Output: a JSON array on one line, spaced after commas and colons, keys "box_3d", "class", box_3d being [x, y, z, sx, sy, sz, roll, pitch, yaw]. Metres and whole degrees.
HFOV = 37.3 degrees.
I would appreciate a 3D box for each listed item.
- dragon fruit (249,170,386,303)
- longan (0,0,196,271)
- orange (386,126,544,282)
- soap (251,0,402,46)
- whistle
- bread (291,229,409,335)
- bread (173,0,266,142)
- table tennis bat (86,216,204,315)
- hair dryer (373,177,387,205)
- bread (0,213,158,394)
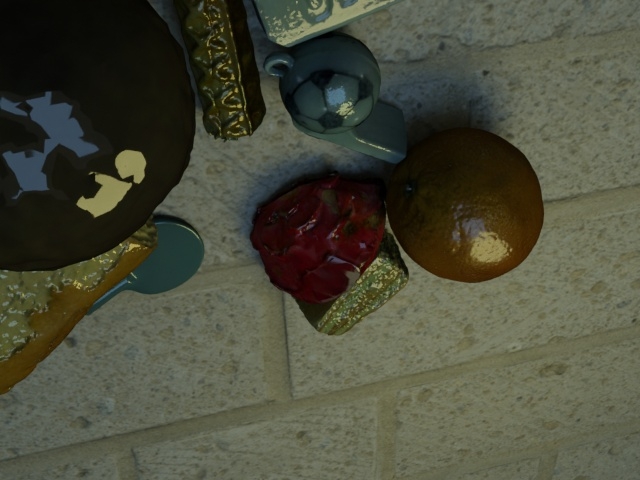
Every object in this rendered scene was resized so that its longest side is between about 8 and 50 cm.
[{"box_3d": [0.000, 0.000, 1.576, 0.262, 0.189, 0.163, -42, 156, 19], "class": "dragon fruit"}, {"box_3d": [-0.358, -0.165, 1.141, 0.404, 0.436, 0.404, -31, 141, -29], "class": "longan"}, {"box_3d": [0.232, -0.058, 1.543, 0.264, 0.264, 0.264, -10, 129, -13], "class": "orange"}, {"box_3d": [0.034, -0.395, 1.309, 0.290, 0.095, 0.172, -22, 132, -2], "class": "soap"}, {"box_3d": [0.042, -0.222, 1.412, 0.290, 0.163, 0.163, 15, 120, -30], "class": "whistle"}, {"box_3d": [0.053, 0.069, 1.654, 0.196, 0.138, 0.102, -45, 124, 14], "class": "bread"}, {"box_3d": [-0.142, -0.268, 1.349, 0.098, 0.087, 0.269, -16, 131, -7], "class": "bread"}, {"box_3d": [-0.304, 0.049, 1.576, 0.237, 0.038, 0.149, -34, 133, 2], "class": "table tennis bat"}, {"box_3d": [0.075, -0.073, 1.627, 0.083, 0.026, 0.047, -20, 129, 6], "class": "hair dryer"}, {"box_3d": [-0.443, 0.054, 1.442, 0.375, 0.165, 0.237, -45, 130, 15], "class": "bread"}]
